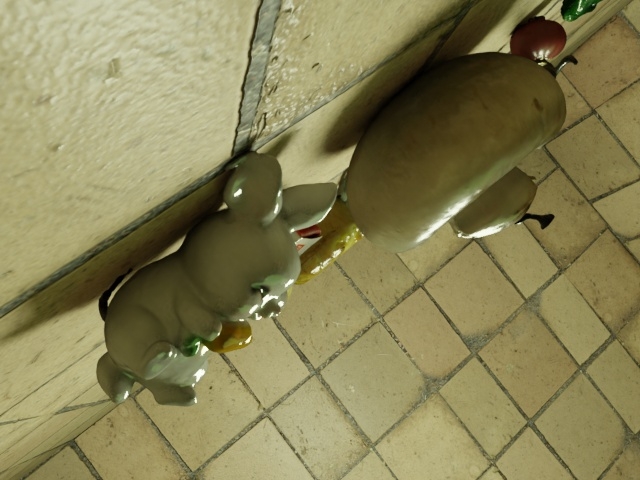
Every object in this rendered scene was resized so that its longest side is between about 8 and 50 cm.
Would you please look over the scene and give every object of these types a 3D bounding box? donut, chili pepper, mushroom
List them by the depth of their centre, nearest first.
[{"bbox_3d":[0.218,-0.107,0.865,0.362,0.295,0.362,-39,177,-2],"label":"mushroom"},{"bbox_3d":[0.522,-0.483,1.037,0.098,0.061,0.224,-37,178,-14],"label":"chili pepper"},{"bbox_3d":[0.000,0.000,1.405,0.261,0.128,0.208,-37,177,-15],"label":"donut"}]

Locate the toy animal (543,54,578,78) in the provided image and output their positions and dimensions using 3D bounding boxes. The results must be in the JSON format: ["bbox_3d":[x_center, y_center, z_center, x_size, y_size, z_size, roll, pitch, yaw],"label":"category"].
[{"bbox_3d":[0.484,-0.373,1.322,0.232,0.148,0.084,-41,176,41],"label":"toy animal"}]

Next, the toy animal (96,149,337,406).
[{"bbox_3d":[-0.123,0.043,0.654,0.208,0.154,0.325,12,111,-58],"label":"toy animal"}]

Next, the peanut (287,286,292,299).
[{"bbox_3d":[-0.135,0.098,1.254,0.147,0.147,0.305,-37,176,-16],"label":"peanut"}]

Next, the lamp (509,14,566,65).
[{"bbox_3d":[0.408,-0.373,1.054,0.101,0.090,0.101,-3,-175,0],"label":"lamp"}]

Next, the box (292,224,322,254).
[{"bbox_3d":[-0.100,0.017,0.854,0.182,0.099,0.133,-39,175,10],"label":"box"}]

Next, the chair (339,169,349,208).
[{"bbox_3d":[0.166,-0.100,1.273,0.190,0.203,0.275,-49,175,-17],"label":"chair"}]
